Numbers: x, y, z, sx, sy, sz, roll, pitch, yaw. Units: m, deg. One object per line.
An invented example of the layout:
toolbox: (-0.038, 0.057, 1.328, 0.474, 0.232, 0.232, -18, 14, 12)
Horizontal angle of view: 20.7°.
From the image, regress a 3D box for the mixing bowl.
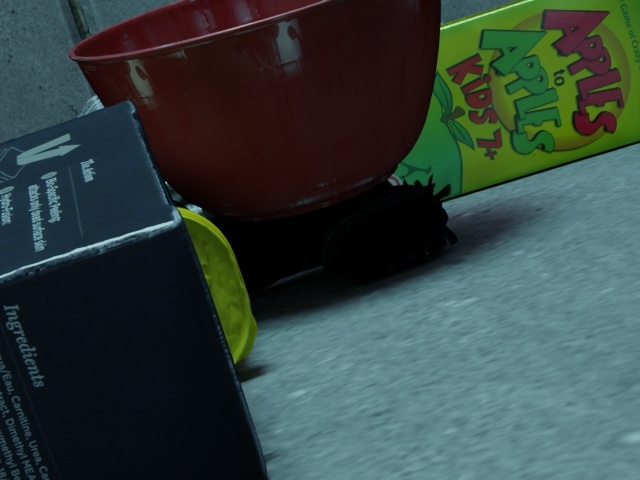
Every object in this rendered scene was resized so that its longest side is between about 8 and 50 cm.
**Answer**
mixing bowl: (-0.018, -0.069, 0.827, 0.181, 0.098, 0.181, -15, 14, 4)

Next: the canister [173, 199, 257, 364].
canister: (-0.099, 0.028, 0.751, 0.126, 0.073, 0.170, -20, 7, -5)

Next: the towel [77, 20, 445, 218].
towel: (-0.038, -0.096, 1.274, 0.284, 0.121, 0.235, -19, 9, -6)

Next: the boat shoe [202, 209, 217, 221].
boat shoe: (-0.028, -0.021, 0.983, 0.083, 0.065, 0.183, -21, 2, -3)

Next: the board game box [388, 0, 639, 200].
board game box: (0.098, -0.081, 0.973, 0.181, 0.092, 0.043, -17, 8, 11)

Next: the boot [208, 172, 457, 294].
boot: (0.000, 0.001, 0.834, 0.121, 0.045, 0.099, -22, 14, -11)

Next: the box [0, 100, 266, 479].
box: (-0.114, 0.035, 0.578, 0.158, 0.093, 0.156, -20, 20, -4)
